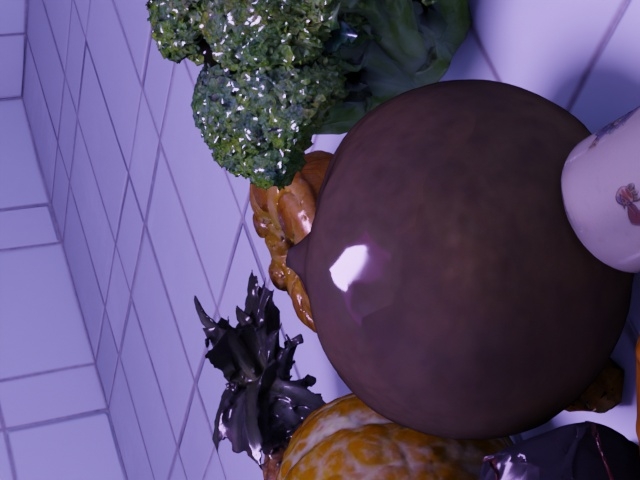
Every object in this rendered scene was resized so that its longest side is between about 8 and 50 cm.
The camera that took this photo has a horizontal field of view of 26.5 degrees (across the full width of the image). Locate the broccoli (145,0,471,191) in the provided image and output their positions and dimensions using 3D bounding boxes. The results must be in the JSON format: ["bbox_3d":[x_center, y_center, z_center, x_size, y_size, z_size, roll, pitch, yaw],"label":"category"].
[{"bbox_3d":[0.003,-0.263,1.292,0.321,0.310,0.413,99,-172,-56],"label":"broccoli"}]

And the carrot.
[{"bbox_3d":[0.198,0.126,1.245,0.228,0.069,0.069,169,93,-68],"label":"carrot"}]

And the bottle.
[{"bbox_3d":[0.269,-0.061,0.901,0.233,0.110,0.110,-35,65,56],"label":"bottle"}]

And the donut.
[{"bbox_3d":[0.001,0.002,1.584,0.226,0.113,0.227,160,90,-75],"label":"donut"}]

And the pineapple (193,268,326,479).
[{"bbox_3d":[-0.051,0.219,1.659,0.364,0.165,0.165,60,158,-1],"label":"pineapple"}]

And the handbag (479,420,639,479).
[{"bbox_3d":[0.211,0.243,1.069,0.169,0.155,0.215,69,-168,20],"label":"handbag"}]

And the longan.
[{"bbox_3d":[0.115,0.016,1.091,0.297,0.297,0.297,172,90,-69],"label":"longan"}]

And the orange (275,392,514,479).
[{"bbox_3d":[0.091,0.292,1.282,0.329,0.249,0.329,-16,-90,-79],"label":"orange"}]

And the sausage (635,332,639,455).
[{"bbox_3d":[0.282,0.121,0.935,0.136,0.120,0.241,-170,73,-69],"label":"sausage"}]
